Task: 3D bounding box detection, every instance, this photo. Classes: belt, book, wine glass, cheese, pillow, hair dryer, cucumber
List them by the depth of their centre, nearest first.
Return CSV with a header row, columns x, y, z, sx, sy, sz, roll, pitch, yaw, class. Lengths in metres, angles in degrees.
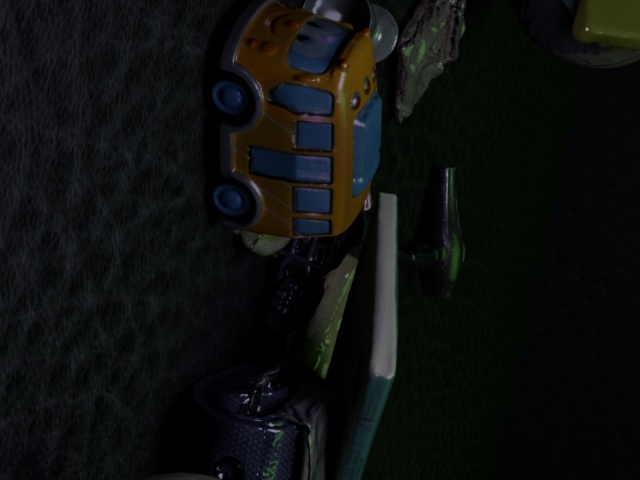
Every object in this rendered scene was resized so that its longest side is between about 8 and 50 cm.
x,y,z,sx,sy,sz,roll,pitch,yaw,class
-0.054,0.177,1.468,0.230,0.140,0.126,-31,133,-77,belt
-0.049,-0.019,1.519,0.067,0.035,0.107,-58,166,1,cucumber
0.035,-0.215,1.575,0.155,0.073,0.073,-3,106,-74,wine glass
0.028,0.172,1.597,0.264,0.031,0.379,-85,-173,-49,book
0.002,0.103,1.796,0.065,0.043,0.194,88,19,-67,cheese
0.144,-0.258,1.984,0.248,0.049,0.135,-57,160,-44,pillow
0.146,-0.006,2.212,0.219,0.075,0.195,-12,105,-65,hair dryer

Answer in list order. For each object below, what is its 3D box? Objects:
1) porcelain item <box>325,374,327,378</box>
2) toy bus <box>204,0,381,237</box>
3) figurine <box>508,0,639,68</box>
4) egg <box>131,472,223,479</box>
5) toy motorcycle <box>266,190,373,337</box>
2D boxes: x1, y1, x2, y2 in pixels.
x,y,z,sx,sy,sz,roll,pitch,yaw,class
-0.011,0.266,1.839,0.081,0.069,0.215,-39,-155,61,porcelain item
-0.017,-0.102,1.366,0.126,0.136,0.209,-58,155,-50,toy bus
0.317,-0.381,2.256,0.378,0.361,0.266,-14,-126,69,figurine
-0.123,0.344,1.080,0.287,0.288,0.379,73,35,-62,egg
0.000,0.000,1.624,0.118,0.084,0.212,6,105,-76,toy motorcycle
